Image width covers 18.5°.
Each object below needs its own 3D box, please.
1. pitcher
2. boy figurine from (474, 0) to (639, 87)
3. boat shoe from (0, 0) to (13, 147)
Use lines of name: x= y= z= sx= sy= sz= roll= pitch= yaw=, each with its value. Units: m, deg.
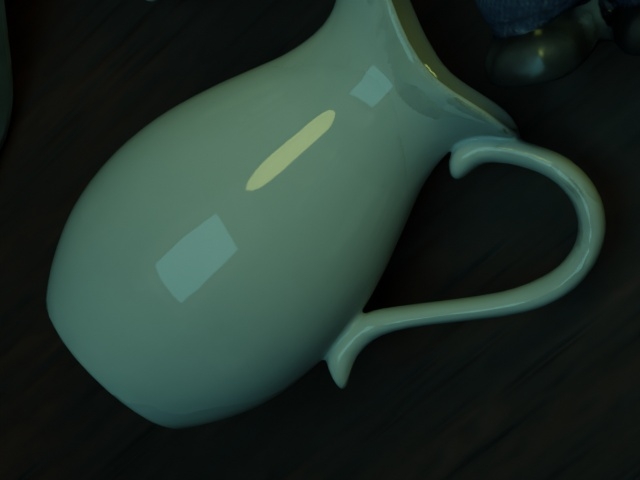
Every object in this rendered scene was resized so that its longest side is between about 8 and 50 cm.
pitcher: x=0.000 y=0.000 z=0.836 sx=0.207 sy=0.125 sz=0.178 roll=-44 pitch=83 yaw=10
boy figurine: x=0.064 y=-0.200 z=0.737 sx=0.177 sy=0.092 sz=0.285 roll=-15 pitch=112 yaw=17
boat shoe: x=-0.195 y=-0.157 z=0.864 sx=0.105 sy=0.113 sz=0.306 roll=34 pitch=142 yaw=26
